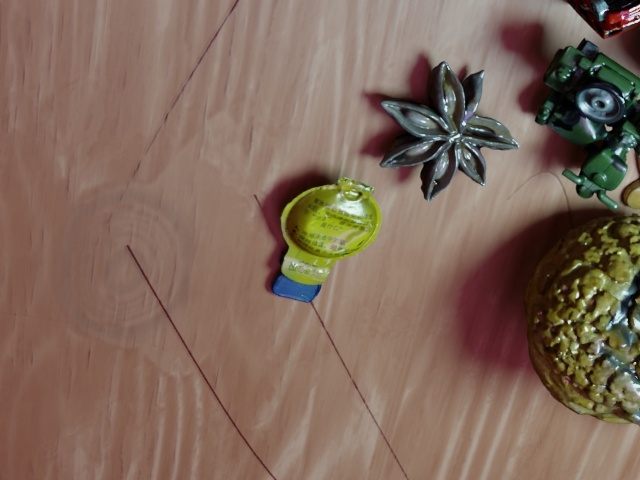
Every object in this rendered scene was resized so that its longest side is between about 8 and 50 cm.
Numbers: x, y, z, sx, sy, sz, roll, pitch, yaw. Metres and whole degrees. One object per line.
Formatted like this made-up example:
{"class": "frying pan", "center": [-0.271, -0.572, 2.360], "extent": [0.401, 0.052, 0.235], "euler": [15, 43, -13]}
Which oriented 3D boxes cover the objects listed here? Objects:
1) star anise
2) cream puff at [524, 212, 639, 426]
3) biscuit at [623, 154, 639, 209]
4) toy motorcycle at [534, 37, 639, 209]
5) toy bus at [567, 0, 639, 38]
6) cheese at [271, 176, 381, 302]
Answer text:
{"class": "star anise", "center": [0.175, -0.153, 1.622], "extent": [0.197, 0.073, 0.212], "euler": [-30, 120, 2]}
{"class": "cream puff", "center": [0.482, 0.116, 1.700], "extent": [0.343, 0.327, 0.231], "euler": [-15, 168, -15]}
{"class": "biscuit", "center": [0.566, -0.095, 1.766], "extent": [0.165, 0.036, 0.250], "euler": [-12, 123, -4]}
{"class": "toy motorcycle", "center": [0.391, -0.169, 1.594], "extent": [0.205, 0.275, 0.127], "euler": [33, 69, 1]}
{"class": "toy bus", "center": [0.385, -0.327, 1.490], "extent": [0.081, 0.195, 0.089], "euler": [-26, 126, 3]}
{"class": "cheese", "center": [0.000, 0.000, 1.682], "extent": [0.157, 0.064, 0.250], "euler": [17, 125, -20]}
